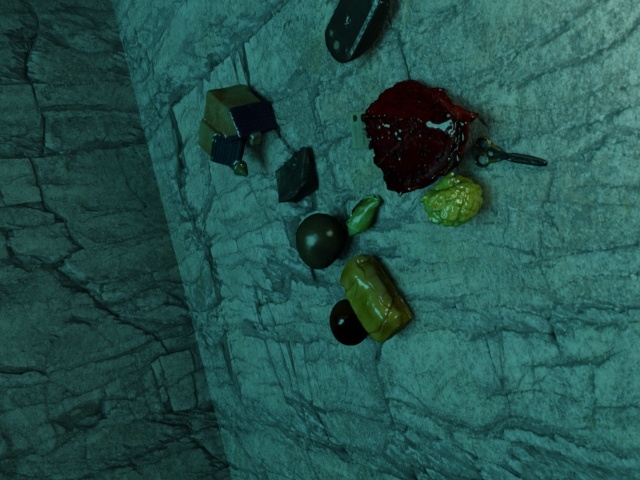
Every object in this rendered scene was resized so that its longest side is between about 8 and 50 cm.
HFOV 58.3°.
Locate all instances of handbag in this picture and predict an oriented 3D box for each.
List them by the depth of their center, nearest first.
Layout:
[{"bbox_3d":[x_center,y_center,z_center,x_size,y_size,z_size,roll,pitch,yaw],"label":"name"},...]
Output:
[{"bbox_3d":[-0.105,-0.252,2.285,0.270,0.088,0.175,-28,70,54],"label":"handbag"}]

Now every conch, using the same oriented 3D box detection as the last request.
[{"bbox_3d":[0.142,-0.084,1.996,0.201,0.079,0.095,-57,41,25],"label":"conch"}]

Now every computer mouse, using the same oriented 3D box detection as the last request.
[{"bbox_3d":[0.122,-0.688,1.801,0.170,0.100,0.269,56,136,22],"label":"computer mouse"}]

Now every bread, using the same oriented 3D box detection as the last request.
[{"bbox_3d":[0.184,0.195,1.982,0.294,0.132,0.167,58,147,22],"label":"bread"}]

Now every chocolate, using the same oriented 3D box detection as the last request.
[{"bbox_3d":[0.109,0.293,2.113,0.176,0.176,0.177,22,118,49],"label":"chocolate"}]

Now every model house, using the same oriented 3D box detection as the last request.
[{"bbox_3d":[-0.339,-0.451,2.415,0.280,0.245,0.312,41,133,29],"label":"model house"}]

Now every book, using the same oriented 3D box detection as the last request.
[{"bbox_3d":[0.163,-0.371,1.923,0.181,0.014,0.127,13,111,52],"label":"book"}]

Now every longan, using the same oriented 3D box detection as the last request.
[{"bbox_3d":[0.000,0.000,2.127,0.198,0.198,0.213,35,130,43],"label":"longan"}]

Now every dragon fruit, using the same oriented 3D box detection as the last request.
[{"bbox_3d":[0.325,-0.296,1.645,0.329,0.228,0.286,6,128,40],"label":"dragon fruit"}]

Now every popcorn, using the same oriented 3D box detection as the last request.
[{"bbox_3d":[0.363,-0.105,1.607,0.173,0.173,0.142,20,151,50],"label":"popcorn"}]

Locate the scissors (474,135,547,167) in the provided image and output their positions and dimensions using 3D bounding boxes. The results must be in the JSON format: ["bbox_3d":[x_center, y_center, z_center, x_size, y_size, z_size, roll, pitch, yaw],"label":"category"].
[{"bbox_3d":[0.497,-0.220,1.511,0.220,0.017,0.088,24,119,48],"label":"scissors"}]
